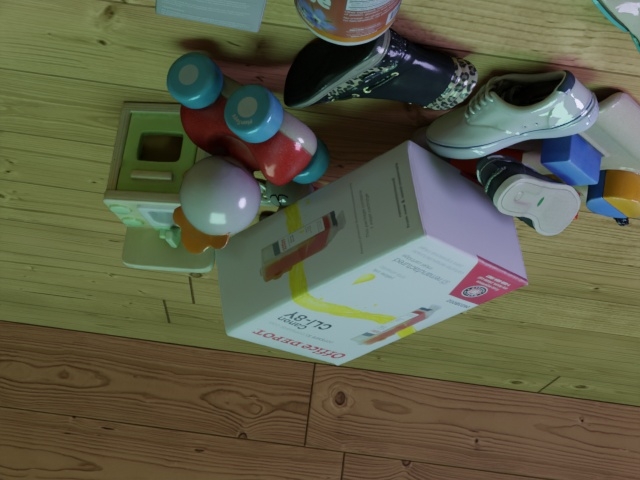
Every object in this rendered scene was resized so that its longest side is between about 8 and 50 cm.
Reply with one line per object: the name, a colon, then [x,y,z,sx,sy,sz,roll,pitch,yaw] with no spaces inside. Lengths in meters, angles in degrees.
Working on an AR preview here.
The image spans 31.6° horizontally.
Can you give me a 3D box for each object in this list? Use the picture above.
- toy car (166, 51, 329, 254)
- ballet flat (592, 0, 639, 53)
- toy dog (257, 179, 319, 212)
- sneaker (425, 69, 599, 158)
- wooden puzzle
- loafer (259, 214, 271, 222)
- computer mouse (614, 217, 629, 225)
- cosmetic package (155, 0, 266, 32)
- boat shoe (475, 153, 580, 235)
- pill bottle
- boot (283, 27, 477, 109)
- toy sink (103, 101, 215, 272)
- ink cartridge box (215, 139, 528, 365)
toy car: [-0.141,-0.098,1.579,0.210,0.238,0.219,31,177,25]
ballet flat: [0.363,-0.260,1.258,0.086,0.086,0.248,-6,159,34]
toy dog: [0.000,0.000,2.017,0.333,0.161,0.220,21,157,-35]
sneaker: [0.245,-0.181,1.531,0.258,0.094,0.091,-11,134,37]
wooden puzzle: [0.356,-0.101,1.707,0.347,0.081,0.322,-8,156,38]
loafer: [-0.094,-0.008,2.203,0.056,0.050,0.148,6,162,5]
computer mouse: [0.562,-0.034,1.842,0.193,0.042,0.106,7,-171,0]
cosmetic package: [-0.104,-0.323,1.193,0.127,0.107,0.238,11,159,-9]
boat shoe: [0.303,-0.068,1.630,0.233,0.084,0.079,19,-158,-50]
pill bottle: [0.037,-0.302,1.166,0.121,0.121,0.216,8,161,-2]
boot: [0.073,-0.208,1.495,0.178,0.085,0.236,15,162,-30]
toy sink: [-0.237,-0.083,1.746,0.152,0.234,0.131,4,162,13]
ink cartridge box: [0.073,0.037,1.717,0.384,0.160,0.279,-27,149,32]
